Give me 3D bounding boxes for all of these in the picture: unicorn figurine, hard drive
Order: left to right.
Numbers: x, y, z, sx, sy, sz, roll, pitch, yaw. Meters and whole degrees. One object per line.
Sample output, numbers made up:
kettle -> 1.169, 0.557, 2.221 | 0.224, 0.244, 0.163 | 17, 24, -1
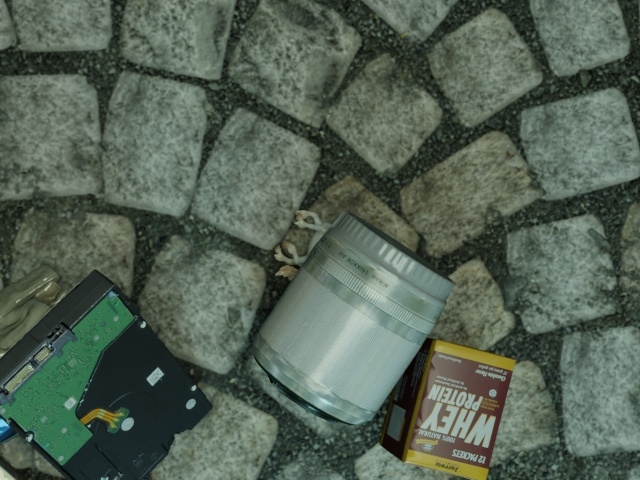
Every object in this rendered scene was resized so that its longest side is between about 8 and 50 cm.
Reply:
hard drive -> -0.318, 0.227, 1.749 | 0.237, 0.064, 0.339 | -46, 140, -15
unicorn figurine -> 0.000, 0.000, 1.926 | 0.111, 0.060, 0.162 | 30, 99, -16

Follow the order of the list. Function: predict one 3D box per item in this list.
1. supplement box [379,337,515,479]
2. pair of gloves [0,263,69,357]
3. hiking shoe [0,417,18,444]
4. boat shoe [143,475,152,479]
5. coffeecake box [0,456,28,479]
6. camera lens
supplement box -> 0.193, 0.254, 1.874 | 0.129, 0.194, 0.191 | 15, 87, -8
pair of gloves -> -0.462, 0.116, 1.758 | 0.204, 0.240, 0.042 | -37, 114, -8
hiking shoe -> -0.570, 0.276, 1.790 | 0.304, 0.132, 0.113 | -11, 90, -9
boat shoe -> -0.251, 0.454, 1.867 | 0.066, 0.066, 0.183 | -30, 92, -7
coffeecake box -> -0.509, 0.435, 1.821 | 0.142, 0.068, 0.185 | 45, 83, -13
camera lens -> 0.046, 0.123, 1.826 | 0.219, 0.219, 0.274 | 33, 95, -6
